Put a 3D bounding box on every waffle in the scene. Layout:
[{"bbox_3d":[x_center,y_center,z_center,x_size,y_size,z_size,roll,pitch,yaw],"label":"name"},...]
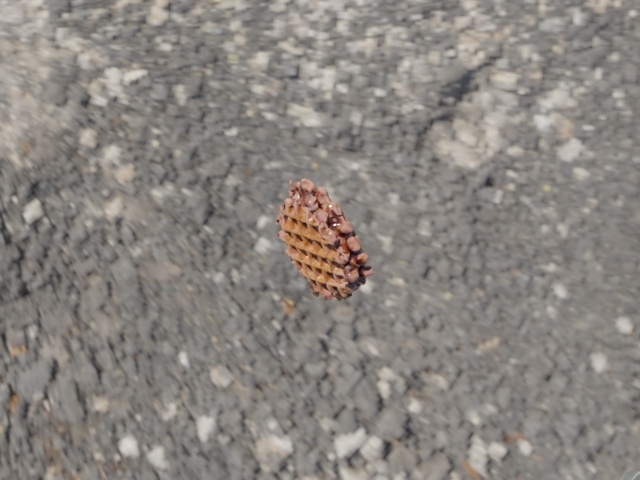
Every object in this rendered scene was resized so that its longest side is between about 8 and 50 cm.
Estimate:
[{"bbox_3d":[0.000,0.000,1.018,0.029,0.075,0.083,-30,76,-27],"label":"waffle"}]

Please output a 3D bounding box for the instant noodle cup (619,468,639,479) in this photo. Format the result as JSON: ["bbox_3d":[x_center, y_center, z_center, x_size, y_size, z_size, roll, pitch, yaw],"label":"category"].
[{"bbox_3d":[0.164,0.241,0.952,0.125,0.177,0.208,-21,121,25],"label":"instant noodle cup"}]
